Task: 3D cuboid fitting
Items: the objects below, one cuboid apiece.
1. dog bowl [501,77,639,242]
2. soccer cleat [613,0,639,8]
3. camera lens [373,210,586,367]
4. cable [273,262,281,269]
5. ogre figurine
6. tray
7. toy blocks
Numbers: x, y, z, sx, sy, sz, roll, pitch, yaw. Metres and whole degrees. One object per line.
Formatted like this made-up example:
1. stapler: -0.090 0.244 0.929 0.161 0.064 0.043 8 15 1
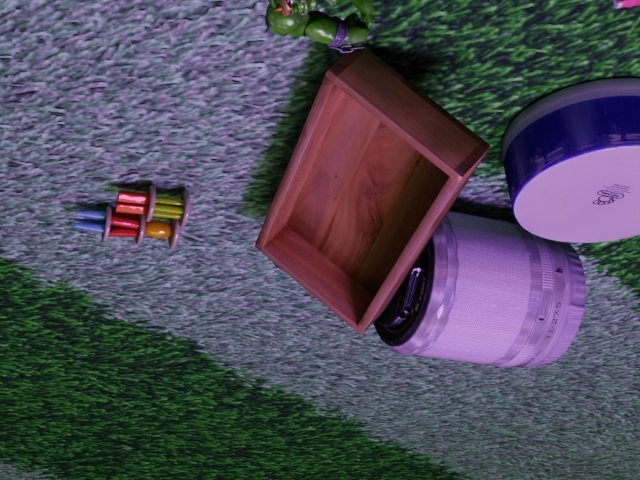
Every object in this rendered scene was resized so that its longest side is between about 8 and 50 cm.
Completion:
1. dog bowl: 0.380 -0.101 1.675 0.265 0.104 0.265 -3 152 -1
2. soccer cleat: 0.346 -0.335 1.274 0.095 0.083 0.248 -23 152 -10
3. camera lens: 0.225 0.072 1.860 0.274 0.219 0.219 9 150 -23
4. cable: 0.000 0.000 1.895 0.151 0.047 0.184 12 146 -36
5. ogre figurine: -0.003 -0.276 1.312 0.118 0.096 0.197 -10 160 -7
6. tray: 0.053 -0.053 1.628 0.203 0.076 0.411 39 147 8
7. toy blocks: -0.270 -0.037 1.773 0.148 0.054 0.123 6 151 -17
